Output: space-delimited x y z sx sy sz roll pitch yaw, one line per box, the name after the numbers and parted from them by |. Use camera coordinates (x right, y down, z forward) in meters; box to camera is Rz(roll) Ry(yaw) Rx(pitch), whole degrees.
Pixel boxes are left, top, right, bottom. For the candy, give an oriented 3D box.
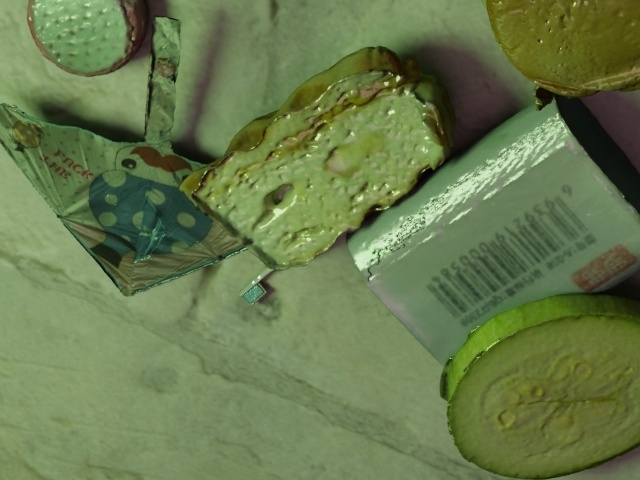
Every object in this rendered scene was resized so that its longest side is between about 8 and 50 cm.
-0.197 -0.189 1.357 0.103 0.043 0.103 6 118 11 | candy

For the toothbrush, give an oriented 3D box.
0.000 0.000 1.429 0.204 0.017 0.022 -37 94 28 | toothbrush

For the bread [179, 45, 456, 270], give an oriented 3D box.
0.005 -0.070 1.339 0.232 0.088 0.128 -34 110 20 | bread

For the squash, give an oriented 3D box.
0.212 0.128 1.388 0.219 0.041 0.219 -4 137 -4 | squash

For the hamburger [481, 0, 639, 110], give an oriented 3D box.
0.220 -0.210 1.202 0.215 0.122 0.189 -24 117 20 | hamburger

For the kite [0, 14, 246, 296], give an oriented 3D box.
-0.144 -0.064 1.409 0.335 0.011 0.314 13 130 -4 | kite

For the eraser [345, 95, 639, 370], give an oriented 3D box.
0.159 -0.004 1.351 0.227 0.081 0.174 -34 105 28 | eraser
